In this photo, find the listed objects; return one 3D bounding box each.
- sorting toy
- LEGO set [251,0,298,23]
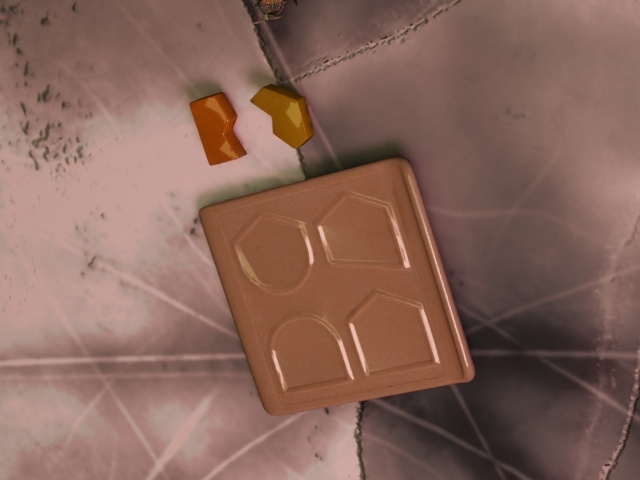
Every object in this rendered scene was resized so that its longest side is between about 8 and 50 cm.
[{"bbox_3d":[0.000,0.000,1.197,0.229,0.041,0.307,-13,101,28],"label":"sorting toy"},{"bbox_3d":[-0.035,-0.225,1.152,0.083,0.023,0.054,-41,91,13],"label":"LEGO set"}]
